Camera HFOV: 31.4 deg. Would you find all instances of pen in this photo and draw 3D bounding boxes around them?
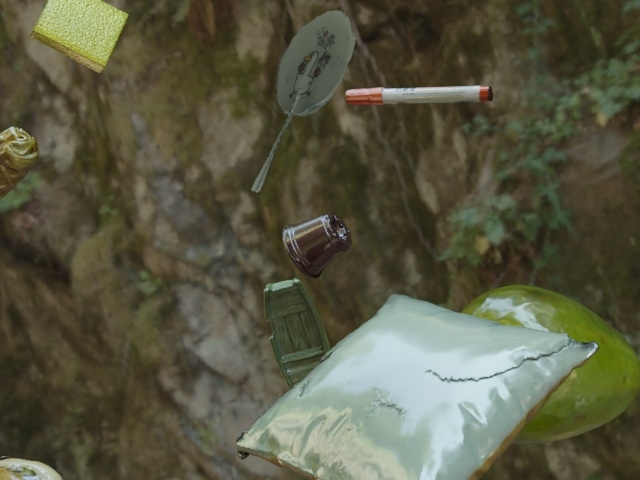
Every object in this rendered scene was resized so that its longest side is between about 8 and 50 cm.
[{"bbox_3d":[0.153,-0.228,1.794,0.239,0.028,0.028,2,3,23],"label":"pen"}]

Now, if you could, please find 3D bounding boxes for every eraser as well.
[{"bbox_3d":[-0.372,-0.330,1.760,0.122,0.097,0.045,25,-15,-18],"label":"eraser"}]

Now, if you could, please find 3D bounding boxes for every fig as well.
[{"bbox_3d":[0.364,0.202,1.843,0.326,0.258,0.258,4,-12,-15],"label":"fig"}]

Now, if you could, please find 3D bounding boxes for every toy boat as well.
[{"bbox_3d":[-0.032,0.177,1.882,0.093,0.293,0.055,-14,32,2],"label":"toy boat"}]

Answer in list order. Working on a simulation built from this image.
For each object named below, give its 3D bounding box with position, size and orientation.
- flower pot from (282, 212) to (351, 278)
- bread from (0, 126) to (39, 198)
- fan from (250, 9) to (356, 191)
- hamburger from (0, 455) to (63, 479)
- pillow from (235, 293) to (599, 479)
[{"bbox_3d":[0.000,0.000,2.028,0.089,0.111,0.111,-31,-11,24],"label":"flower pot"},{"bbox_3d":[-0.640,-0.101,2.144,0.077,0.084,0.367,9,-32,-44],"label":"bread"},{"bbox_3d":[-0.052,-0.287,2.353,0.233,0.012,0.415,16,-76,-58],"label":"fan"},{"bbox_3d":[-0.418,0.382,1.366,0.260,0.245,0.211,-18,-13,24],"label":"hamburger"},{"bbox_3d":[0.100,0.180,1.282,0.312,0.119,0.310,-43,32,-28],"label":"pillow"}]
